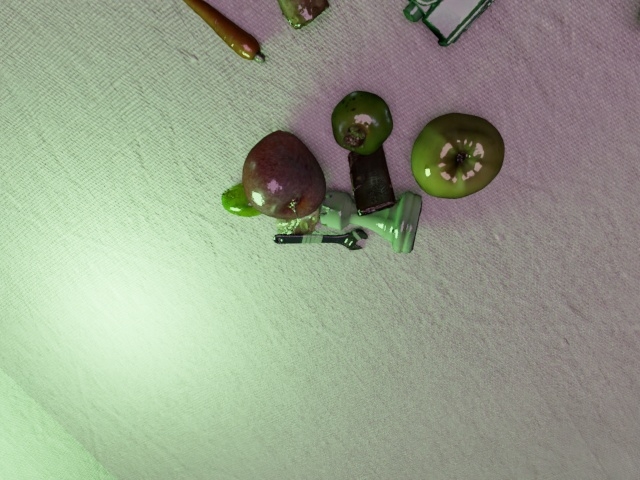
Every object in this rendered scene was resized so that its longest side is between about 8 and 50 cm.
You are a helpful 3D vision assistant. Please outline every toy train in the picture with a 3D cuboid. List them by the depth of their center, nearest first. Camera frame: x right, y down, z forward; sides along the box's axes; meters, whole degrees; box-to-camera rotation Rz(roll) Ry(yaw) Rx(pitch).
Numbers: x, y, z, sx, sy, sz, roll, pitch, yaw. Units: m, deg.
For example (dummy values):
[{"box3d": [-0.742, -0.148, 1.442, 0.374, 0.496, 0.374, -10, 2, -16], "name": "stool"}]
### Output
[{"box3d": [0.347, -0.663, 1.172, 0.202, 0.145, 0.266, 40, 112, -12], "name": "toy train"}]

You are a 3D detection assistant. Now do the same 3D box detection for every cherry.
[{"box3d": [-0.114, -0.194, 1.360, 0.221, 0.261, 0.307, -30, 64, 40], "name": "cherry"}]

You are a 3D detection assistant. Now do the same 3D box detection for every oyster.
[{"box3d": [-0.070, -0.063, 1.507, 0.209, 0.072, 0.132, -28, 103, 19], "name": "oyster"}]

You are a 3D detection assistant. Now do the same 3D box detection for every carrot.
[{"box3d": [-0.291, -0.631, 1.317, 0.336, 0.069, 0.069, 40, 111, -2], "name": "carrot"}]

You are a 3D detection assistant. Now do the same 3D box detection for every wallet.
[{"box3d": [0.150, -0.188, 1.365, 0.122, 0.232, 0.031, -15, 151, 13], "name": "wallet"}]

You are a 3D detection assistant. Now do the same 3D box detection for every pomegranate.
[{"box3d": [0.114, -0.326, 1.294, 0.187, 0.225, 0.186, 7, 126, 10], "name": "pomegranate"}]

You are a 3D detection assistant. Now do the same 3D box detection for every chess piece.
[{"box3d": [0.158, -0.075, 1.423, 0.300, 0.194, 0.194, 11, 113, 13], "name": "chess piece"}]

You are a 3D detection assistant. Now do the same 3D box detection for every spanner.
[{"box3d": [0.000, 0.000, 1.516, 0.317, 0.024, 0.087, -1, 131, -4], "name": "spanner"}]

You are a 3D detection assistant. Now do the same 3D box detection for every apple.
[{"box3d": [0.388, -0.243, 1.292, 0.263, 0.262, 0.262, 3, 112, 6], "name": "apple"}]

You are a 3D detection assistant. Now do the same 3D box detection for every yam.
[{"box3d": [-0.069, -0.703, 1.219, 0.129, 0.128, 0.238, -15, 107, 45], "name": "yam"}]

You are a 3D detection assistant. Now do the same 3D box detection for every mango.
[{"box3d": [-0.241, -0.136, 1.486, 0.179, 0.100, 0.119, -5, 72, 17], "name": "mango"}]
